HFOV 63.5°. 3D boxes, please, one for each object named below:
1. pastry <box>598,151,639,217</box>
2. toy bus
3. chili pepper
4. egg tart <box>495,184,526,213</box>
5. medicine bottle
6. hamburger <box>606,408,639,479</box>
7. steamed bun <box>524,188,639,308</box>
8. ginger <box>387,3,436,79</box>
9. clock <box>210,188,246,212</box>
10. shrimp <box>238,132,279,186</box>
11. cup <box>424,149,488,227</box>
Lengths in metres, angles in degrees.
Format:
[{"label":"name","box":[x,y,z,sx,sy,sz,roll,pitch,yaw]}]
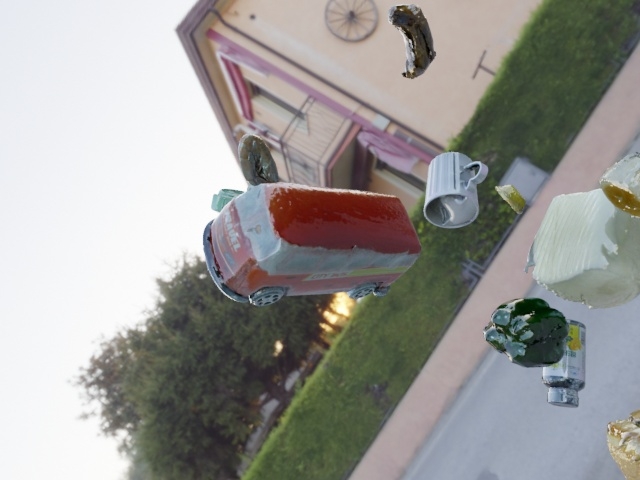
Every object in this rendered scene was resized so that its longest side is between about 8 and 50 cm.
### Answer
[{"label":"pastry","box":[0.678,-0.110,1.094,0.088,0.166,0.166,-47,-8,3]},{"label":"toy bus","box":[0.000,0.000,0.619,0.265,0.121,0.120,2,-32,-40]},{"label":"chili pepper","box":[0.539,0.228,1.316,0.260,0.173,0.165,-3,-80,-36]},{"label":"egg tart","box":[0.497,-0.111,1.336,0.039,0.105,0.105,-42,-2,22]},{"label":"medicine bottle","box":[0.861,0.434,1.831,0.141,0.141,0.293,97,-176,-71]},{"label":"hamburger","box":[0.879,0.583,1.314,0.174,0.284,0.304,-26,-12,6]},{"label":"steamed bun","box":[0.740,0.030,1.345,0.273,0.272,0.291,162,124,-70]},{"label":"ginger","box":[0.312,-0.674,1.734,0.309,0.132,0.107,60,-161,-52]},{"label":"clock","box":[-0.272,-0.126,1.697,0.211,0.159,0.066,-115,37,-74]},{"label":"shrimp","box":[-0.204,-0.216,1.791,0.062,0.317,0.164,-8,17,39]},{"label":"cup","box":[0.444,-0.172,1.657,0.167,0.221,0.202,48,-140,-40]}]
